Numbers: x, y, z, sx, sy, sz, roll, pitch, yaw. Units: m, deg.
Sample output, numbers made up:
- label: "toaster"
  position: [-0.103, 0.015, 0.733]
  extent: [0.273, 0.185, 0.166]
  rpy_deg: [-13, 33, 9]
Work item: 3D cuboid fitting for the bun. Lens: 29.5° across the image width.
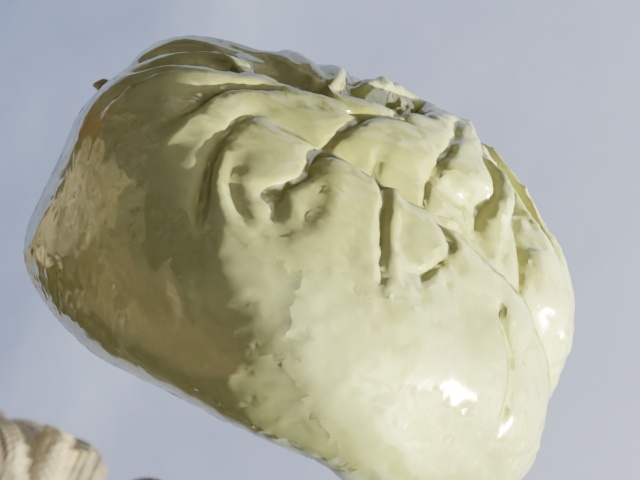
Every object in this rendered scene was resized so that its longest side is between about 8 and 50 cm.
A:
- label: "bun"
  position: [0.000, 0.000, 0.490]
  extent: [0.229, 0.229, 0.145]
  rpy_deg: [32, -86, 37]
